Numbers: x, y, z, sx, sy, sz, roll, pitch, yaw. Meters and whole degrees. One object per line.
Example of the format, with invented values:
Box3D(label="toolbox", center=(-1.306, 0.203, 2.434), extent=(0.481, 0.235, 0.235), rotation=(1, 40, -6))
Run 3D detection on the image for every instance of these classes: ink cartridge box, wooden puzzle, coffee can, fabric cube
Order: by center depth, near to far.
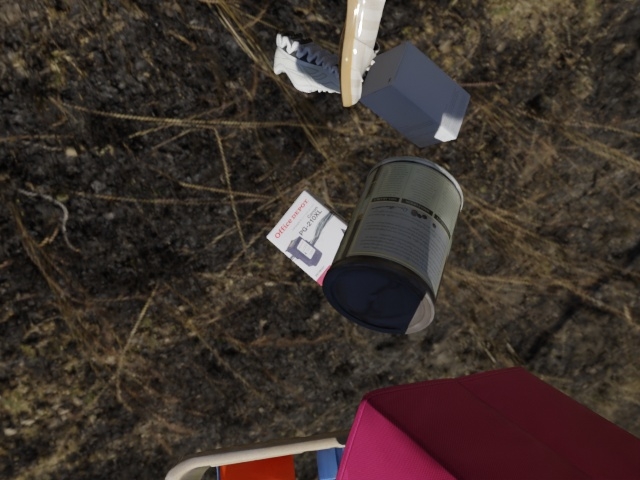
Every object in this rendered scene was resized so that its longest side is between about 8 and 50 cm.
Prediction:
Box3D(label="fabric cube", center=(0.178, 0.299, 0.534), extent=(0.259, 0.258, 0.254), rotation=(2, 109, -37))
Box3D(label="wooden puzzle", center=(-0.019, 0.308, 0.822), extent=(0.348, 0.080, 0.322), rotation=(-10, 161, -9))
Box3D(label="coffee can", center=(0.142, 0.005, 1.094), extent=(0.201, 0.202, 0.275), rotation=(101, 11, -53))
Box3D(label="ink cartridge box", center=(0.000, 0.000, 1.587), extent=(0.172, 0.237, 0.100), rotation=(-51, 173, 9))

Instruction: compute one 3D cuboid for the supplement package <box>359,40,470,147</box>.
Box3D(label="supplement package", center=(0.181, -0.275, 1.122), extent=(0.179, 0.105, 0.105), rotation=(31, 72, -29))

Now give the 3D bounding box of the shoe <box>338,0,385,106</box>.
Box3D(label="shoe", center=(0.057, -0.271, 0.770), extent=(0.058, 0.076, 0.219), rotation=(2, 137, -2))

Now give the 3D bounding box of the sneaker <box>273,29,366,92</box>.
Box3D(label="sneaker", center=(0.002, -0.421, 1.481), extent=(0.110, 0.292, 0.118), rotation=(-29, 148, -53))
